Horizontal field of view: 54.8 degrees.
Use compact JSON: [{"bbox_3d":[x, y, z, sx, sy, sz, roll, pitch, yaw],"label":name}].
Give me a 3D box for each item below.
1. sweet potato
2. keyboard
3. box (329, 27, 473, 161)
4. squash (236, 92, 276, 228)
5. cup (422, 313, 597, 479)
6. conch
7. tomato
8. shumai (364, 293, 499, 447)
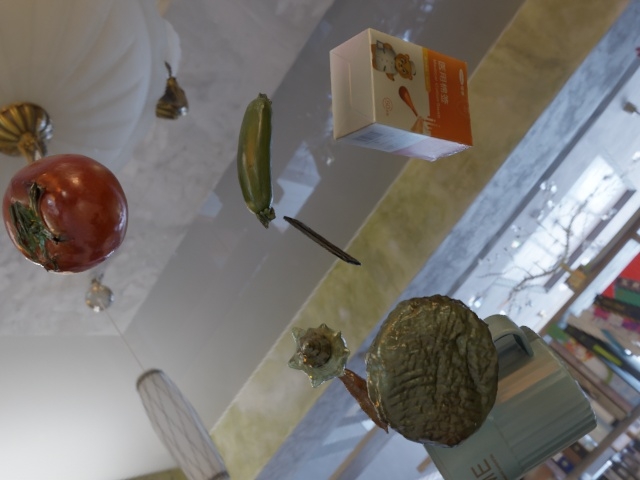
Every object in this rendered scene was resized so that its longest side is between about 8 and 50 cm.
[{"bbox_3d":[0.099,0.356,1.466,0.068,0.226,0.068,-40,-2,-1],"label":"sweet potato"},{"bbox_3d":[0.000,0.000,1.649,0.087,0.250,0.017,16,-74,-55],"label":"keyboard"},{"bbox_3d":[0.197,-0.328,1.445,0.341,0.225,0.143,4,-11,-39],"label":"box"},{"bbox_3d":[-0.131,-0.178,1.249,0.071,0.318,0.080,-5,-23,6],"label":"squash"},{"bbox_3d":[0.340,0.322,1.257,0.311,0.331,0.257,-32,1,2],"label":"cup"},{"bbox_3d":[-0.012,0.233,1.251,0.114,0.137,0.234,-55,-5,-20],"label":"conch"},{"bbox_3d":[-0.527,-0.056,1.287,0.224,0.256,0.256,-45,-20,-51],"label":"tomato"},{"bbox_3d":[0.144,0.195,0.999,0.222,0.203,0.272,-28,-65,-21],"label":"shumai"}]
